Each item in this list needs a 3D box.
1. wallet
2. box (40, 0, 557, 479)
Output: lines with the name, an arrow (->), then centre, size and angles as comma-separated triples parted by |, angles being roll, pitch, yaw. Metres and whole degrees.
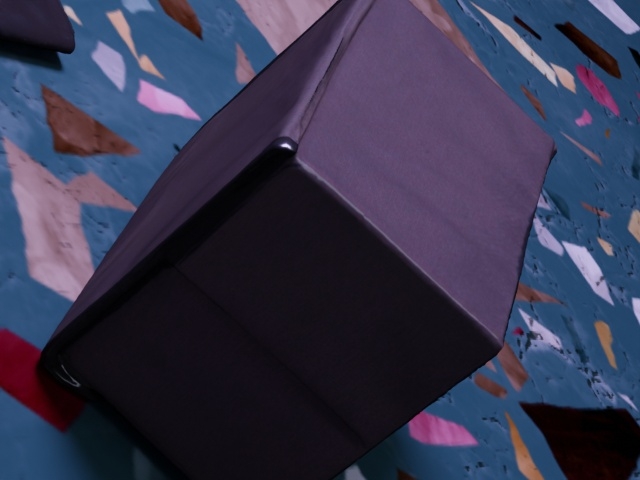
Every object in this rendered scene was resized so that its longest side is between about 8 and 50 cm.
wallet -> -0.206, -0.145, 1.033 | 0.157, 0.018, 0.082 | 9, 47, -51
box -> 0.000, 0.000, 0.974 | 0.153, 0.188, 0.252 | 45, 25, -9
